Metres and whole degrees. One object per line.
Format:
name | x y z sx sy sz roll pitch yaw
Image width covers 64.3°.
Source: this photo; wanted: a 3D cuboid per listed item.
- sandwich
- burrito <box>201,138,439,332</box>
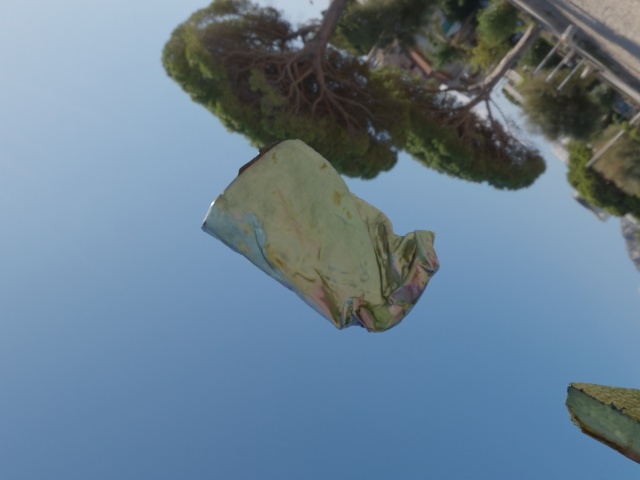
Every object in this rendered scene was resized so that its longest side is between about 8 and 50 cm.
sandwich | 0.447 0.230 0.605 0.212 0.063 0.245 -2 -160 -45
burrito | 0.000 0.000 0.517 0.228 0.144 0.089 38 169 24
